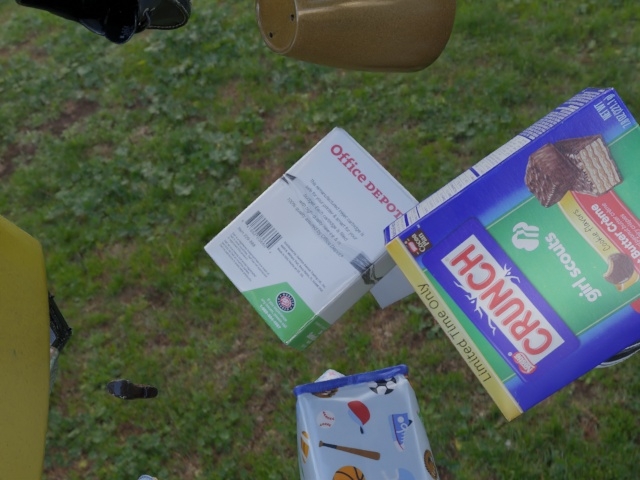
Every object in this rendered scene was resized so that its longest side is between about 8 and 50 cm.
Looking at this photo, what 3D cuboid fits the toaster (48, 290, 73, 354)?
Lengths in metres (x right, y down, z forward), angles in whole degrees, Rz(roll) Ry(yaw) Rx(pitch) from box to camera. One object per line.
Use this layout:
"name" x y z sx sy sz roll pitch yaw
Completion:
"toaster" -0.488 0.139 1.169 0.110 0.168 0.186 -21 20 6

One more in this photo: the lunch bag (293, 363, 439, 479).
"lunch bag" 0.086 0.435 1.305 0.238 0.385 0.328 -8 62 -7

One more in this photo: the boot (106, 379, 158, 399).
"boot" -0.392 0.301 1.492 0.114 0.106 0.037 -15 61 55

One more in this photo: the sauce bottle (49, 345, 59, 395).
"sauce bottle" -0.485 0.134 0.859 0.344 0.111 0.111 16 46 -8

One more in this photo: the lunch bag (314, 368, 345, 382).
"lunch bag" 0.033 0.329 1.668 0.071 0.053 0.083 26 36 23

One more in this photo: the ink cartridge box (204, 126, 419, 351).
"ink cartridge box" 0.000 0.000 1.180 0.289 0.121 0.211 -42 70 -1

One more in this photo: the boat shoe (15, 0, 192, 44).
"boat shoe" -0.298 -0.335 1.050 0.127 0.340 0.113 -20 79 23

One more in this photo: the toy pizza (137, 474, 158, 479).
"toy pizza" -0.233 0.454 1.139 0.032 0.201 0.201 -13 37 -35

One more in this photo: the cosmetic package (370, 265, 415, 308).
"cosmetic package" 0.234 0.061 1.863 0.238 0.107 0.127 -32 10 25

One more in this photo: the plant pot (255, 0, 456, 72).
"plant pot" 0.037 -0.361 1.156 0.254 0.237 0.237 -19 40 -32

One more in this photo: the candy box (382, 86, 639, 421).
"candy box" 0.276 0.014 0.908 0.317 0.268 0.122 -36 4 11

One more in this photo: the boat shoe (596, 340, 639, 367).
"boat shoe" 0.564 0.111 1.258 0.301 0.102 0.108 -32 87 -9

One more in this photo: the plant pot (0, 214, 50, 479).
"plant pot" -0.256 0.085 0.353 0.212 0.212 0.187 -29 62 1
